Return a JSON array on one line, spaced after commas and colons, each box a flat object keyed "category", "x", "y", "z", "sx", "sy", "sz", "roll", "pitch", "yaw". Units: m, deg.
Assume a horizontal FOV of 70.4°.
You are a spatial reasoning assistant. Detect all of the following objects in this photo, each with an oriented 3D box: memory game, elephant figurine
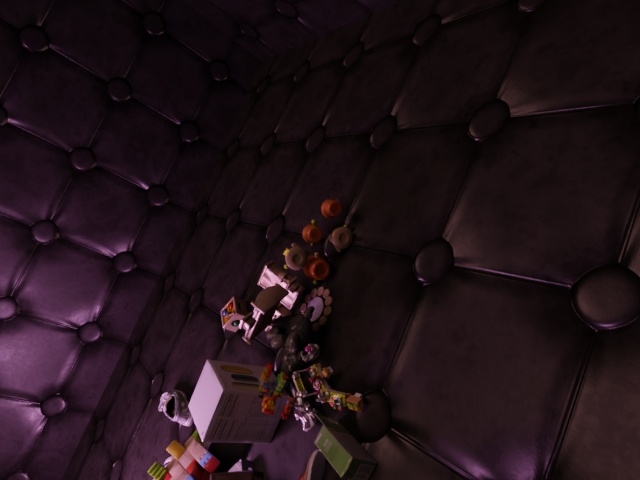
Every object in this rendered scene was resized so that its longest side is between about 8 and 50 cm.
[{"category": "memory game", "x": -0.019, "y": 0.263, "z": 1.725, "sx": 0.186, "sy": 0.012, "sz": 0.186, "roll": -31, "pitch": 45, "yaw": 37}, {"category": "elephant figurine", "x": -0.083, "y": 0.382, "z": 1.623, "sx": 0.186, "sy": 0.239, "sz": 0.169, "roll": -10, "pitch": 38, "yaw": 18}]

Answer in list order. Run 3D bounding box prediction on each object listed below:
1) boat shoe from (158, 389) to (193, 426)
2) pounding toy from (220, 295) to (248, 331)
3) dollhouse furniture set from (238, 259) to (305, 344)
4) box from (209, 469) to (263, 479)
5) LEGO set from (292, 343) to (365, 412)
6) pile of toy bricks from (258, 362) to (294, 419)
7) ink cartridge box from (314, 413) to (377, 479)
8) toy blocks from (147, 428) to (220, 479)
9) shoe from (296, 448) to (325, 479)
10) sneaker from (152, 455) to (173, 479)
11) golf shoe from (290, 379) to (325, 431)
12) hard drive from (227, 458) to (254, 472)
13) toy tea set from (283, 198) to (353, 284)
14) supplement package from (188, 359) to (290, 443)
[{"category": "boat shoe", "x": -0.693, "y": 0.782, "z": 2.144, "sx": 0.320, "sy": 0.103, "sz": 0.118, "roll": 9, "pitch": 74, "yaw": 54}, {"category": "pounding toy", "x": -0.399, "y": 0.338, "z": 2.081, "sx": 0.130, "sy": 0.100, "sz": 0.141, "roll": -48, "pitch": 37, "yaw": 20}, {"category": "dollhouse furniture set", "x": -0.241, "y": 0.245, "z": 1.642, "sx": 0.174, "sy": 0.355, "sz": 0.303, "roll": 38, "pitch": 130, "yaw": 14}, {"category": "box", "x": -0.237, "y": 0.873, "z": 1.296, "sx": 0.143, "sy": 0.191, "sz": 0.381, "roll": -6, "pitch": 62, "yaw": -1}, {"category": "LEGO set", "x": 0.006, "y": 0.465, "z": 1.432, "sx": 0.287, "sy": 0.107, "sz": 0.132, "roll": 42, "pitch": 121, "yaw": 42}, {"category": "pile of toy bricks", "x": -0.139, "y": 0.488, "z": 1.516, "sx": 0.105, "sy": 0.118, "sz": 0.212, "roll": -65, "pitch": 15, "yaw": 11}, {"category": "ink cartridge box", "x": 0.056, "y": 0.595, "z": 1.310, "sx": 0.209, "sy": 0.109, "sz": 0.062, "roll": 27, "pitch": 88, "yaw": 56}, {"category": "toy blocks", "x": -0.512, "y": 0.922, "z": 1.699, "sx": 0.381, "sy": 0.190, "sz": 0.261, "roll": -49, "pitch": 23, "yaw": -26}, {"category": "shoe", "x": -0.041, "y": 0.726, "z": 1.381, "sx": 0.081, "sy": 0.063, "sz": 0.177, "roll": -8, "pitch": 64, "yaw": 44}, {"category": "sneaker", "x": -0.646, "y": 1.047, "z": 1.895, "sx": 0.268, "sy": 0.101, "sz": 0.153, "roll": -59, "pitch": 32, "yaw": -2}, {"category": "golf shoe", "x": -0.068, "y": 0.552, "z": 1.529, "sx": 0.094, "sy": 0.077, "sz": 0.198, "roll": -57, "pitch": 33, "yaw": 7}, {"category": "hard drive", "x": -0.337, "y": 0.973, "z": 1.591, "sx": 0.339, "sy": 0.064, "sz": 0.237, "roll": -50, "pitch": 36, "yaw": 18}, {"category": "toy tea set", "x": 0.000, "y": 0.000, "z": 1.746, "sx": 0.336, "sy": 0.200, "sz": 0.124, "roll": -54, "pitch": 19, "yaw": -7}, {"category": "supplement package", "x": -0.291, "y": 0.572, "z": 1.614, "sx": 0.199, "sy": 0.263, "sz": 0.198, "roll": 32, "pitch": 102, "yaw": 56}]
